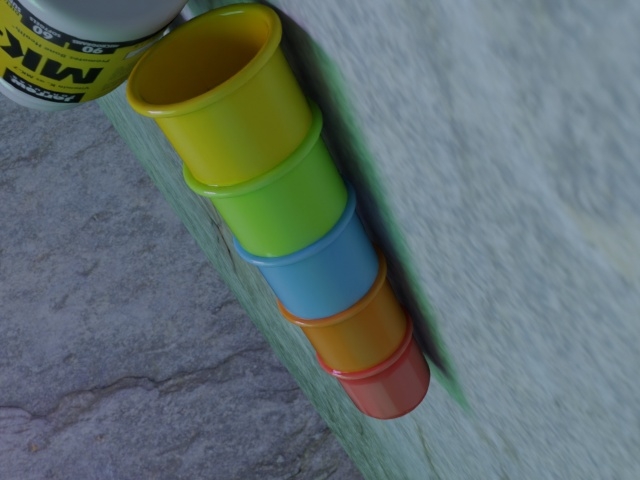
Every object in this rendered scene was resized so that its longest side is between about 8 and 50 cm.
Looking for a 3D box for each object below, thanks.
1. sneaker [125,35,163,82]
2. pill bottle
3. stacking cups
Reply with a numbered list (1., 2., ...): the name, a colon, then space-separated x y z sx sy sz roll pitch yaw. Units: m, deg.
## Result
1. sneaker: -0.231 -0.259 0.715 0.321 0.126 0.127 48 180 -28
2. pill bottle: -0.158 -0.154 0.580 0.119 0.119 0.208 57 156 -7
3. stacking cups: 0.000 0.000 0.596 0.096 0.096 0.316 44 170 50
